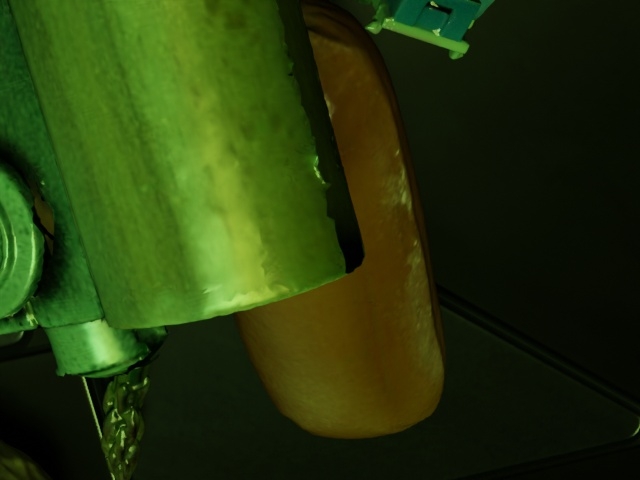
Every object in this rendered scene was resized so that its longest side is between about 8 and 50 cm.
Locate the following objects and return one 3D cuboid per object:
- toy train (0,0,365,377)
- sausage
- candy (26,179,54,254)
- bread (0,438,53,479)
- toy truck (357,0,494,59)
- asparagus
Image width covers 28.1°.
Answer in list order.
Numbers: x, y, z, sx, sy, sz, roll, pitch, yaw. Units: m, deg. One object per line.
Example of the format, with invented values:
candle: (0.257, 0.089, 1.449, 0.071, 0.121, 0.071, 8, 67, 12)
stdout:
toy train: (-0.085, -0.102, 0.469, 0.189, 0.126, 0.307, -12, 100, 18)
sausage: (-0.001, 0.000, 0.619, 0.105, 0.105, 0.274, -17, 135, -2)
candy: (-0.253, 0.013, 0.591, 0.271, 0.101, 0.143, -26, 130, 12)
bread: (-0.251, 0.201, 0.689, 0.244, 0.134, 0.244, -8, 125, -11)
toy truck: (0.021, -0.119, 0.519, 0.067, 0.175, 0.081, 15, 124, -22)
asparagus: (-0.086, 0.039, 0.685, 0.034, 0.027, 0.236, 17, 117, -11)
